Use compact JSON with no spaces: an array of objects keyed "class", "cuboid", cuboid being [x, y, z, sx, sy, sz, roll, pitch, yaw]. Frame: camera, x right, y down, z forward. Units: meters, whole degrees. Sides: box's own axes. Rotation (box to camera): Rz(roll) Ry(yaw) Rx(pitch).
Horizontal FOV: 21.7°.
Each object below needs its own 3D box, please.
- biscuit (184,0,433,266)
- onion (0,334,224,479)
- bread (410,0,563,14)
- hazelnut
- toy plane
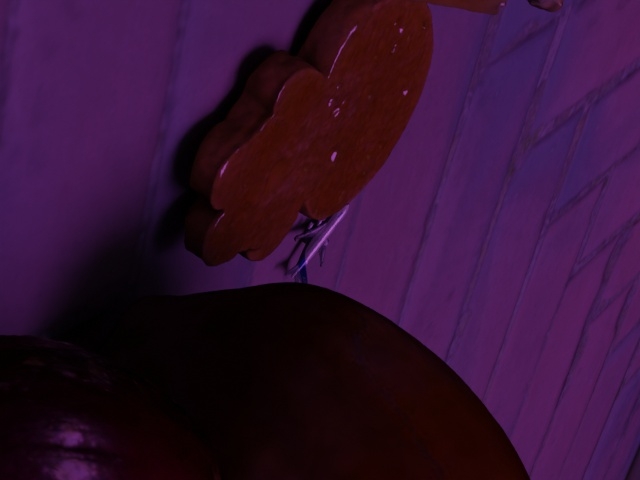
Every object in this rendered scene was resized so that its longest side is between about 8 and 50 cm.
[{"class":"biscuit","cuboid":[-0.007,-0.085,1.236,0.288,0.044,0.202,-40,150,-37]},{"class":"onion","cuboid":[-0.223,0.193,0.848,0.385,0.348,0.348,29,92,-30]},{"class":"bread","cuboid":[0.039,-0.248,0.914,0.183,0.224,0.211,-30,136,-61]},{"class":"hazelnut","cuboid":[-0.021,0.206,1.130,0.366,0.366,0.366,-46,155,-29]},{"class":"toy plane","cuboid":[-0.003,0.000,1.380,0.084,0.024,0.078,-63,158,-8]}]
